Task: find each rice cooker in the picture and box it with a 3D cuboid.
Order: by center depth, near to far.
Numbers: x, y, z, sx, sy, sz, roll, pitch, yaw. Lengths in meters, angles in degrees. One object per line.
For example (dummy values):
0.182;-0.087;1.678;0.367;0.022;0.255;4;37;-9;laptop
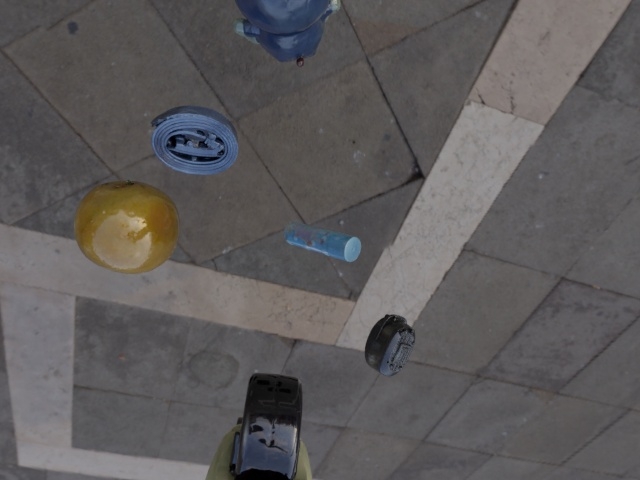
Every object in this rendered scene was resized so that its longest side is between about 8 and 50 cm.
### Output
0.192;0.287;1.262;0.112;0.106;0.165;21;97;-40;rice cooker

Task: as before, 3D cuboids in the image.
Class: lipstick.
0.000;0.000;0.861;0.158;0.048;0.048;15;140;41;lipstick

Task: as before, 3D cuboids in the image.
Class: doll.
-0.071;-0.461;0.901;0.229;0.153;0.258;-13;164;2;doll

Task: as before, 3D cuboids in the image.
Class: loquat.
-0.503;-0.033;1.201;0.264;0.263;0.262;-1;127;-1;loquat

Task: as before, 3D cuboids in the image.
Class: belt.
-0.282;-0.226;1.037;0.191;0.082;0.141;5;119;-14;belt

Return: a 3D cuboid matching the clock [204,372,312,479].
-0.075;0.318;0.512;0.121;0.276;0.379;7;152;-4;clock
